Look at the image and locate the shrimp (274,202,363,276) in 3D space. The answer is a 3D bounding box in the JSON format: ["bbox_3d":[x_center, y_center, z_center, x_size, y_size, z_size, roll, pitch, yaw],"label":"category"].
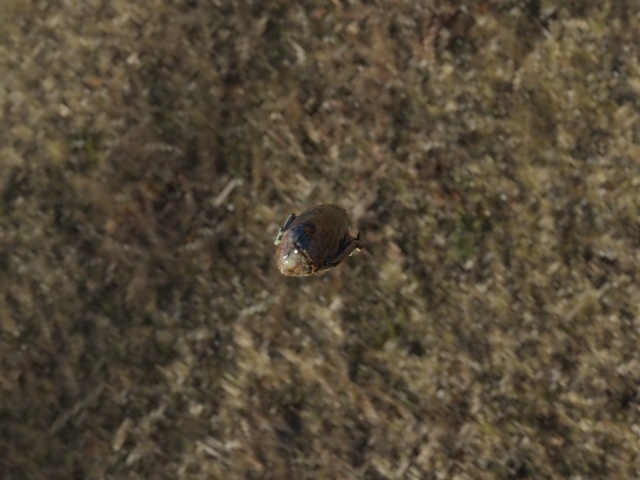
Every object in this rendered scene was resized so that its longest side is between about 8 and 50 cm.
[{"bbox_3d":[0.000,-0.001,1.398,0.073,0.075,0.190,-51,0,15],"label":"shrimp"}]
